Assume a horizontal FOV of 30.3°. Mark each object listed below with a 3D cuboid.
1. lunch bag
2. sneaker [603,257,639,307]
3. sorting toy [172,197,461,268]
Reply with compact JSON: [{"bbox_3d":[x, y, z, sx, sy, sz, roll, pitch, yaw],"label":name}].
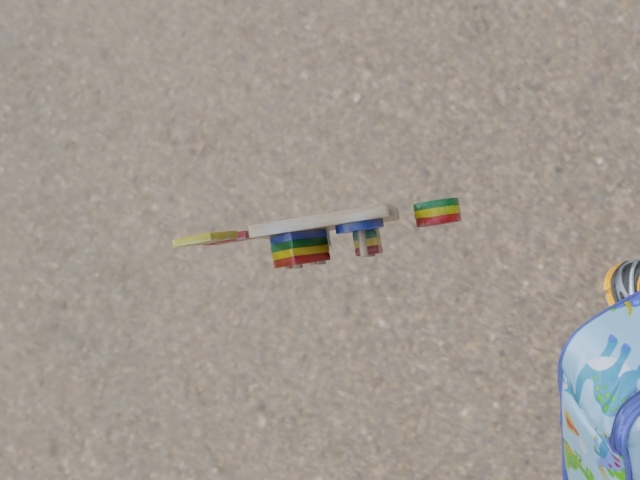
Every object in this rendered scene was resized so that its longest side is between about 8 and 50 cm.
[{"bbox_3d":[0.243,0.108,0.743,0.176,0.219,0.090,-24,46,-10],"label":"lunch bag"},{"bbox_3d":[0.408,0.115,1.387,0.215,0.084,0.083,63,157,12],"label":"sneaker"},{"bbox_3d":[0.000,0.000,1.144,0.274,0.132,0.046,-9,88,7],"label":"sorting toy"}]
